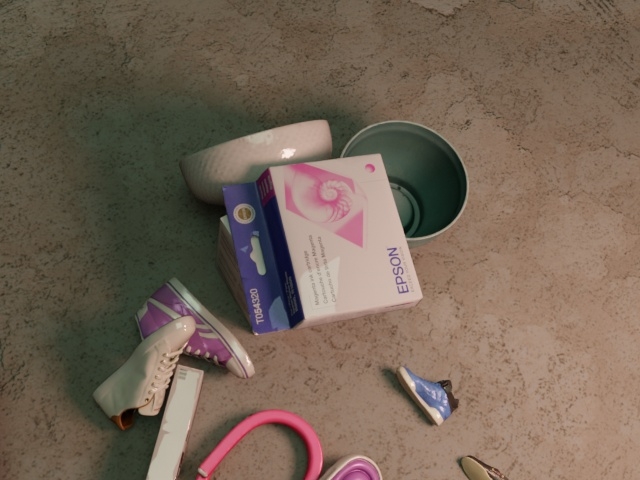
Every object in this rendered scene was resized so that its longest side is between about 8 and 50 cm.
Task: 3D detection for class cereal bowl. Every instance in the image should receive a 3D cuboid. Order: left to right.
[{"bbox_3d":[-0.129,-0.152,1.867,0.339,0.339,0.141,-17,91,-15],"label":"cereal bowl"}]

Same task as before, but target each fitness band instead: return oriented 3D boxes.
[{"bbox_3d":[-0.126,0.479,1.736,0.209,0.054,0.291,41,69,9],"label":"fitness band"}]

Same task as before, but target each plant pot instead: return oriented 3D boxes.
[{"bbox_3d":[0.170,-0.100,1.948,0.293,0.196,0.293,3,67,-7],"label":"plant pot"}]

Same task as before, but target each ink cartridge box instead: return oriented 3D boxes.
[{"bbox_3d":[0.000,0.000,1.662,0.330,0.071,0.324,-9,69,-15],"label":"ink cartridge box"}]

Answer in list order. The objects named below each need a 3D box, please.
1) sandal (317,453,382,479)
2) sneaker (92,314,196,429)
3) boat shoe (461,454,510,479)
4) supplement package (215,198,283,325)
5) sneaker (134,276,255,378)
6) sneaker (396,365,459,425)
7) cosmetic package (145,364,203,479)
[{"bbox_3d":[-0.008,0.595,1.653,0.169,0.102,0.416,38,66,-14],"label":"sandal"},{"bbox_3d":[-0.327,0.270,1.709,0.290,0.106,0.123,-45,73,22],"label":"sneaker"},{"bbox_3d":[0.357,0.502,1.807,0.133,0.049,0.042,38,39,15],"label":"boat shoe"},{"bbox_3d":[-0.088,0.041,1.812,0.199,0.262,0.198,-28,74,-19],"label":"supplement package"},{"bbox_3d":[-0.276,0.225,1.804,0.282,0.102,0.161,41,71,20],"label":"sneaker"},{"bbox_3d":[0.237,0.318,1.854,0.085,0.058,0.152,-37,81,-15],"label":"sneaker"},{"bbox_3d":[-0.293,0.382,1.728,0.061,0.099,0.239,15,66,-5],"label":"cosmetic package"}]
